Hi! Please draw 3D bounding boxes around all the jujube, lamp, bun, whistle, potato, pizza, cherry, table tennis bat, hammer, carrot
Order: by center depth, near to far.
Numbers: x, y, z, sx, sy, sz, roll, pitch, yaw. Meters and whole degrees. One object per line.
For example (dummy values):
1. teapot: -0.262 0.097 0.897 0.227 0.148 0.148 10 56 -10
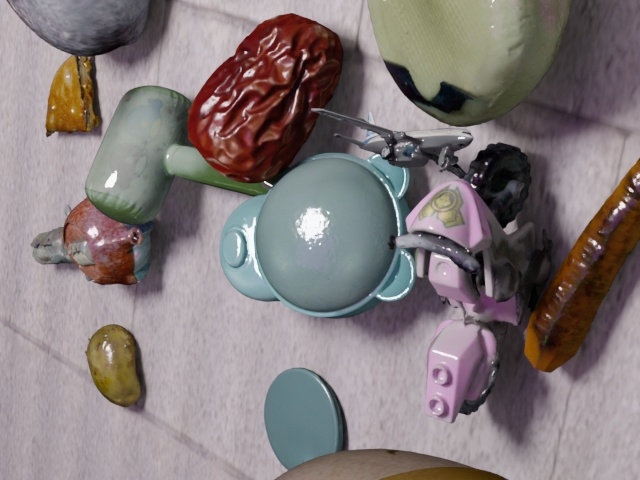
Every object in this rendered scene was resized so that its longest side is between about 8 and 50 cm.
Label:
1. carrot: 0.308 0.011 1.339 0.066 0.066 0.314 44 124 31
2. bun: 0.177 -0.268 1.354 0.283 0.179 0.283 40 138 50
3. lamp: -0.007 -0.002 1.580 0.284 0.147 0.209 -13 74 45
4. jujube: -0.069 -0.186 1.590 0.155 0.155 0.230 36 97 35
5. table tennis bat: -0.015 0.295 1.723 0.149 0.038 0.237 -22 77 43
6. hammer: -0.170 -0.104 1.742 0.335 0.119 0.206 13 79 30
7. cherry: -0.365 -0.416 1.822 0.255 0.218 0.296 -32 85 43
8. whistle: -0.367 0.002 1.960 0.346 0.133 0.142 -7 128 52
9. potato: -0.334 0.204 1.993 0.091 0.070 0.138 -10 90 46
10. pizza: -0.397 -0.225 2.004 0.131 0.041 0.178 40 123 36

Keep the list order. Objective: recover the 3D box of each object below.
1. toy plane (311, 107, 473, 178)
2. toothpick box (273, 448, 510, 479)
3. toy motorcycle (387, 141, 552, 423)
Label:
1. toy plane: 0.102 -0.110 1.408 0.226 0.226 0.058 22 91 60
2. toothpick box: 0.112 0.446 1.357 0.425 0.409 0.409 4 100 39
3. toy motorcycle: 0.161 0.054 1.400 0.143 0.188 0.327 18 109 34
